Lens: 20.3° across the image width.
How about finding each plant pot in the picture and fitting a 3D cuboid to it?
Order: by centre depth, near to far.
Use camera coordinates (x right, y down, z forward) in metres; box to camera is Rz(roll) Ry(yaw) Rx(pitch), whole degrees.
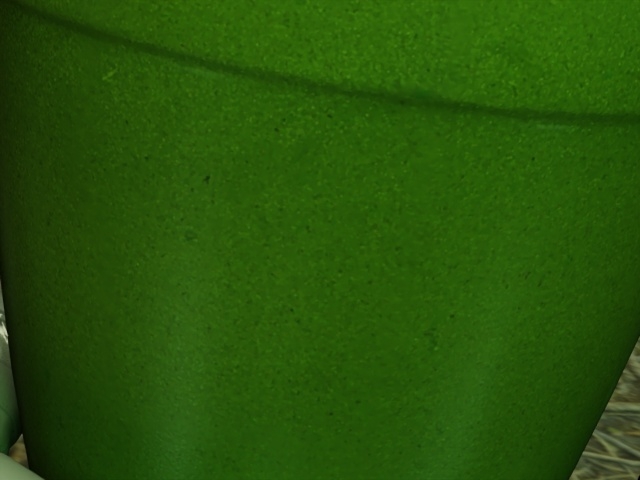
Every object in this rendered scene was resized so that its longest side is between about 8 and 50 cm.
[{"bbox_3d":[0.000,0.000,0.825,0.366,0.353,0.366,9,15,-3],"label":"plant pot"}]

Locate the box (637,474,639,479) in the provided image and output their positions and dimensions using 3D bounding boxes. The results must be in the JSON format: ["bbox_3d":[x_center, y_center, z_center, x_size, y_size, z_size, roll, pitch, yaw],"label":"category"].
[{"bbox_3d":[0.247,0.208,0.676,0.293,0.073,0.295,12,25,10],"label":"box"}]

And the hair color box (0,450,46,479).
[{"bbox_3d":[-0.121,0.174,0.584,0.185,0.114,0.374,-6,23,-45],"label":"hair color box"}]

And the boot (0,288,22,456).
[{"bbox_3d":[-0.269,0.077,0.887,0.258,0.095,0.123,-1,30,9],"label":"boot"}]
